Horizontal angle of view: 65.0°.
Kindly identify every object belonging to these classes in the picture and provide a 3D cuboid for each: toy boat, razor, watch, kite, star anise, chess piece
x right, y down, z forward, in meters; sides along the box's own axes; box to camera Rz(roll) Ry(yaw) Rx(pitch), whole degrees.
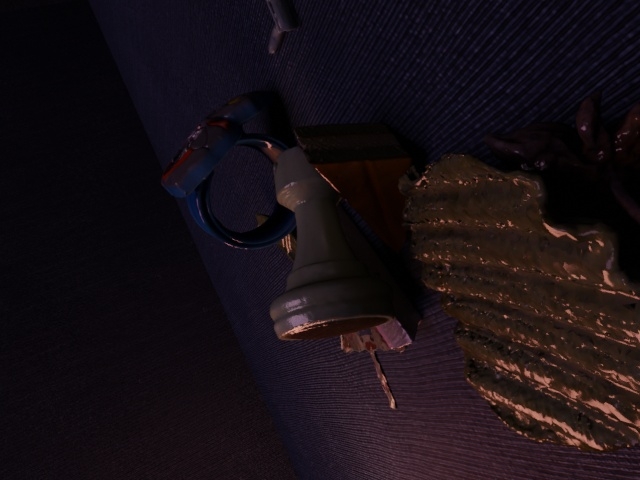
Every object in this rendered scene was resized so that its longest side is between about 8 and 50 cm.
[{"bbox_3d":[-0.069,0.009,1.206,0.293,0.055,0.093,44,149,44],"label":"toy boat"},{"bbox_3d":[-0.076,-0.374,0.900,0.068,0.040,0.135,68,165,1],"label":"razor"},{"bbox_3d":[-0.154,-0.145,1.067,0.274,0.305,0.241,43,171,-23],"label":"watch"},{"bbox_3d":[0.099,0.216,1.071,0.314,0.012,0.335,67,158,3],"label":"kite"},{"bbox_3d":[0.229,0.004,0.360,0.227,0.219,0.148,-73,-12,-47],"label":"star anise"},{"bbox_3d":[0.000,0.000,0.816,0.194,0.195,0.298,127,135,-65],"label":"chess piece"}]

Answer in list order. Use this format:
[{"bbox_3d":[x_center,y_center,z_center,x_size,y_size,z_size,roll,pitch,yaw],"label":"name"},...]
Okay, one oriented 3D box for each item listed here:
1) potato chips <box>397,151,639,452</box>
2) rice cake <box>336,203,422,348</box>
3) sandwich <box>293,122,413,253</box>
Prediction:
[{"bbox_3d":[0.199,0.070,0.537,0.358,0.070,0.429,61,170,-4],"label":"potato chips"},{"bbox_3d":[0.068,0.037,0.912,0.364,0.056,0.072,56,139,27],"label":"rice cake"},{"bbox_3d":[0.044,-0.068,0.731,0.117,0.145,0.187,-110,14,-50],"label":"sandwich"}]
